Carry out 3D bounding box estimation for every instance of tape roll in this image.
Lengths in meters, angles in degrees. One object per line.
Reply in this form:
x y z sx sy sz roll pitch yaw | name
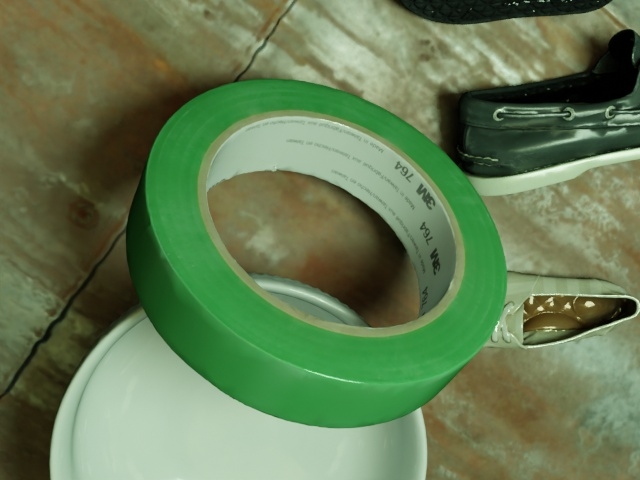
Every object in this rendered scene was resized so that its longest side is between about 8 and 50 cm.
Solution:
0.000 0.000 0.789 0.321 0.321 0.077 19 137 -11 | tape roll

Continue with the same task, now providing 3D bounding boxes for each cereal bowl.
-0.078 0.189 0.880 0.339 0.141 0.338 -1 98 -9 | cereal bowl

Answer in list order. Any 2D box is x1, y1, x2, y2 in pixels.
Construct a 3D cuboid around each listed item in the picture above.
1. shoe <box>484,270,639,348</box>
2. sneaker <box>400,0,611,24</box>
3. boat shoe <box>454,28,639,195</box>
0.222 0.071 0.952 0.219 0.058 0.076 -4 99 -8 | shoe
0.180 -0.272 0.897 0.235 0.084 0.097 -2 75 -10 | sneaker
0.290 -0.145 0.897 0.340 0.127 0.113 -15 113 3 | boat shoe
